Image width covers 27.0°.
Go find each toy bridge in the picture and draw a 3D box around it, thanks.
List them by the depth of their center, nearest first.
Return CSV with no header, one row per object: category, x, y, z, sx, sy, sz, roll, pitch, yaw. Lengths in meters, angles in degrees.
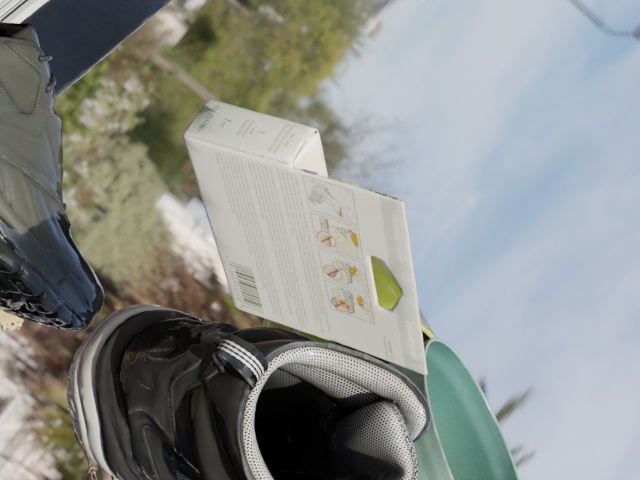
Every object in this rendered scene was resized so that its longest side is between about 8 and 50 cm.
toy bridge,-0.343,0.063,1.449,0.026,0.063,0.188,-9,-163,-16

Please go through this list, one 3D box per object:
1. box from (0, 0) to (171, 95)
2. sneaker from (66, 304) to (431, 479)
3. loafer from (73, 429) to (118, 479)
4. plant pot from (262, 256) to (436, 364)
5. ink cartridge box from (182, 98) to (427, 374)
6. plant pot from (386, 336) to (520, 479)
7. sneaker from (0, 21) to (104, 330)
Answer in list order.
box,-0.394,-0.401,1.170,0.297,0.472,0.480,-41,165,-6
sneaker,0.005,0.133,0.639,0.153,0.268,0.101,-6,-137,54
loafer,-0.199,0.210,1.195,0.125,0.039,0.045,-109,-166,-55
plant pot,0.026,0.116,1.998,0.275,0.274,0.293,-46,-149,24
ink cartridge box,0.000,0.000,1.327,0.060,0.238,0.275,-57,152,-32
plant pot,0.102,0.284,1.572,0.196,0.293,0.293,-23,-162,18
sneaker,-0.190,-0.053,0.767,0.109,0.286,0.130,15,-121,31
